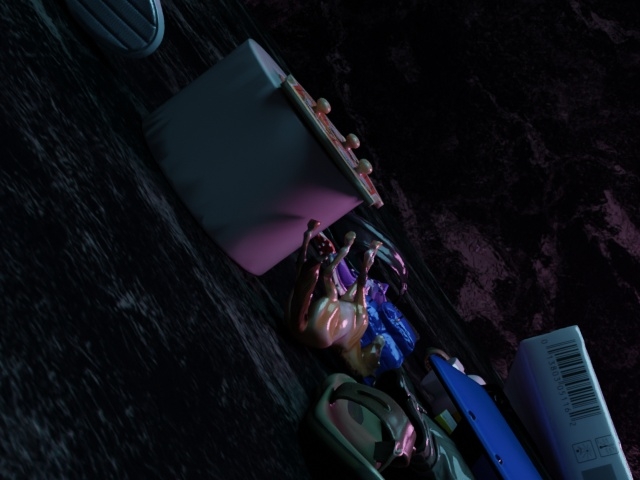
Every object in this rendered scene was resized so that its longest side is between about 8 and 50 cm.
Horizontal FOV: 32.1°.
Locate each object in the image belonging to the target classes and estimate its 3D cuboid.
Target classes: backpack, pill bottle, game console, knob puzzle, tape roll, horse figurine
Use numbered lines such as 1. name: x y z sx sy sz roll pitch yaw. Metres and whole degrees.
1. backpack: 0.065 0.123 1.503 0.120 0.101 0.098 53 1 4
2. pill bottle: 0.252 0.291 1.862 0.184 0.103 0.103 53 8 -4
3. game console: 0.212 0.325 1.412 0.173 0.250 0.293 1 43 -32
4. knob puzzle: 0.024 -0.124 1.332 0.213 0.030 0.213 52 8 -11
5. tape roll: -0.079 -0.102 1.368 0.246 0.169 0.246 52 9 -11
6. horse figurine: 0.018 0.075 1.345 0.066 0.174 0.263 15 -3 27

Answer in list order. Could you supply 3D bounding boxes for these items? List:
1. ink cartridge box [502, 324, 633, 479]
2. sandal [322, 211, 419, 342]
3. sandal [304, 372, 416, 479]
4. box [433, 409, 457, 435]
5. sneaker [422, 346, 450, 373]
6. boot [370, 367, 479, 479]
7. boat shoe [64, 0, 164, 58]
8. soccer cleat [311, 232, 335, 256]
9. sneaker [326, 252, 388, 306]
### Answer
1. ink cartridge box: 0.356 0.329 1.601 0.385 0.091 0.308 78 -3 -67
2. sandal: 0.057 -0.010 1.981 0.446 0.107 0.167 55 8 4
3. sandal: 0.049 0.192 1.153 0.120 0.086 0.303 55 6 -11
4. box: 0.226 0.347 1.704 0.179 0.043 0.105 53 7 11
5. sneaker: 0.264 0.278 2.124 0.188 0.066 0.071 54 7 -4
6. boot: 0.132 0.271 1.278 0.161 0.083 0.246 54 3 -45
7. boat shoe: -0.294 -0.352 1.403 0.302 0.109 0.094 52 6 7
8. soccer cleat: 0.000 0.000 1.899 0.083 0.029 0.035 50 12 7
9. sneaker: 0.070 0.078 1.823 0.170 0.071 0.068 50 9 -23
